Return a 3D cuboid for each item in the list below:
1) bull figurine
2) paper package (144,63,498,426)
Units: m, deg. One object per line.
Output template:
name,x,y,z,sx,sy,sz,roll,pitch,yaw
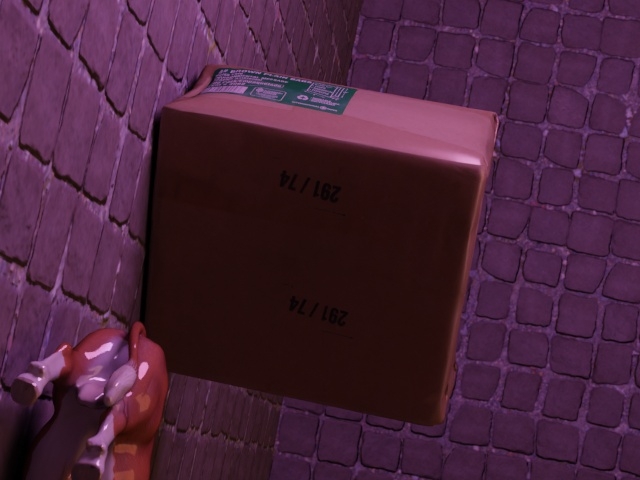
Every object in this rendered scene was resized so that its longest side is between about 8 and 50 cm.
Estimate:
bull figurine,-0.192,0.216,1.010,0.188,0.101,0.310,-18,119,-80
paper package,0.000,0.000,1.339,0.168,0.325,0.309,-63,163,-67
